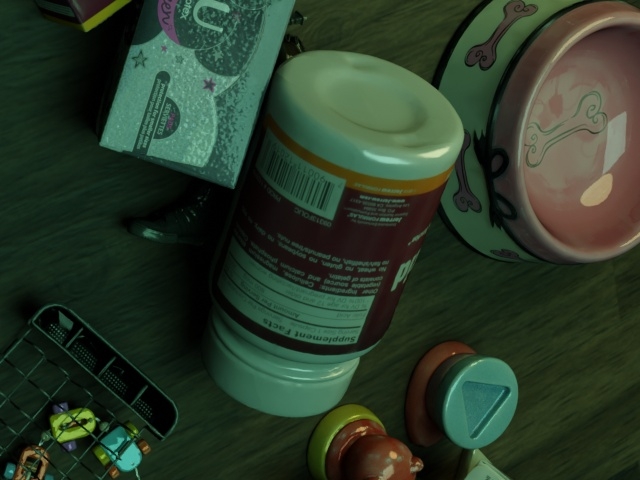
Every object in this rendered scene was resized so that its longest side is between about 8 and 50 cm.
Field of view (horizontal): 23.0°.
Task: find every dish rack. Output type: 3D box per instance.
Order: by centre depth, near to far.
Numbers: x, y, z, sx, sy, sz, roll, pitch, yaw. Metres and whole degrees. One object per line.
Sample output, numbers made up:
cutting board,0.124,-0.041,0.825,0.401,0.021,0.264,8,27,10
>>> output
dish rack,-0.319,0.228,1.776,0.208,0.074,0.271,43,77,-13

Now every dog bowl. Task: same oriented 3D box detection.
dog bowl,0.343,-0.150,2.128,0.408,0.150,0.408,-12,111,-33

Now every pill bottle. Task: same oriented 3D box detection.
pill bottle,0.000,0.000,1.812,0.224,0.224,0.392,-6,132,-34

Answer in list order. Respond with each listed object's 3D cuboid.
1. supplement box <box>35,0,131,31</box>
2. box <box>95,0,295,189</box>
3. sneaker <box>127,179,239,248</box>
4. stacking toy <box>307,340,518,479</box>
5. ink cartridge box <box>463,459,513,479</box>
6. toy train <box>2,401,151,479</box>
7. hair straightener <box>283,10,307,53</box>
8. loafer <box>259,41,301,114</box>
supplement box,-0.282,-0.323,1.654,0.081,0.104,0.188,-40,123,-20
box,-0.138,-0.202,1.736,0.163,0.142,0.247,18,95,-12
sneaker,-0.150,-0.039,1.871,0.170,0.051,0.089,8,99,-42
stacking toy,0.162,0.310,2.148,0.309,0.130,0.280,-33,120,-23
ink cartridge box,0.219,0.420,2.133,0.201,0.117,0.278,-51,161,-2
toy train,-0.286,0.256,1.851,0.166,0.046,0.125,15,85,-19
hair straightener,-0.038,-0.233,1.892,0.089,0.047,0.230,-46,125,-15
loafer,-0.030,-0.152,1.881,0.078,0.080,0.220,-18,135,-16
